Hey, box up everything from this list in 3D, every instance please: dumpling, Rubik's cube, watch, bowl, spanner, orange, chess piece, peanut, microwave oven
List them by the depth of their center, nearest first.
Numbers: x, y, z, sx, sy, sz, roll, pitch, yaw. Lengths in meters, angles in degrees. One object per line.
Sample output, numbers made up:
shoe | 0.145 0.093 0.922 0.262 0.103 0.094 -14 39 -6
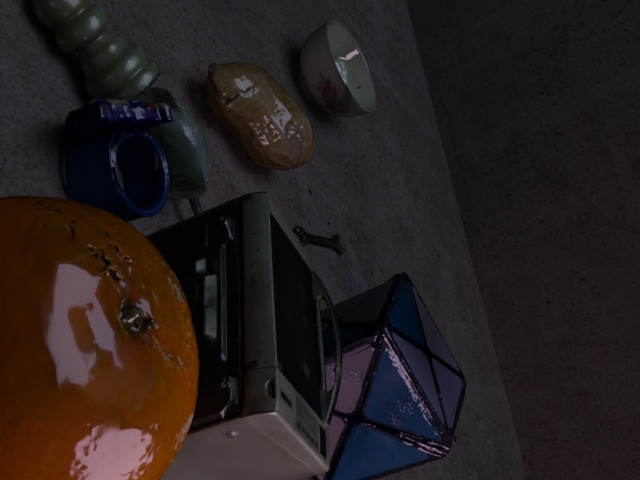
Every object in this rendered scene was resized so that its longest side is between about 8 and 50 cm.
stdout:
orange | -0.328 0.142 1.252 0.424 0.326 0.424 47 29 -36
microwave oven | -0.165 0.167 1.589 0.247 0.333 0.394 49 28 -46
watch | -0.339 -0.128 1.718 0.196 0.171 0.200 -16 96 -56
chess piece | -0.403 -0.353 1.812 0.243 0.133 0.133 53 26 -22
dumpling | -0.275 -0.175 1.876 0.108 0.152 0.219 -46 125 -54
Rubik's cube | 0.098 0.287 2.105 0.307 0.305 0.310 62 23 -11
peanut | -0.138 -0.278 2.298 0.340 0.158 0.174 48 59 -31
spanner | 0.000 0.000 2.525 0.254 0.015 0.054 13 60 -63
bowl | 0.030 -0.454 2.838 0.277 0.145 0.277 47 32 -42

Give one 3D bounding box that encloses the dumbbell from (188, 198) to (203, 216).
dumbbell | -0.275 -0.162 1.969 0.254 0.081 0.081 68 22 1
